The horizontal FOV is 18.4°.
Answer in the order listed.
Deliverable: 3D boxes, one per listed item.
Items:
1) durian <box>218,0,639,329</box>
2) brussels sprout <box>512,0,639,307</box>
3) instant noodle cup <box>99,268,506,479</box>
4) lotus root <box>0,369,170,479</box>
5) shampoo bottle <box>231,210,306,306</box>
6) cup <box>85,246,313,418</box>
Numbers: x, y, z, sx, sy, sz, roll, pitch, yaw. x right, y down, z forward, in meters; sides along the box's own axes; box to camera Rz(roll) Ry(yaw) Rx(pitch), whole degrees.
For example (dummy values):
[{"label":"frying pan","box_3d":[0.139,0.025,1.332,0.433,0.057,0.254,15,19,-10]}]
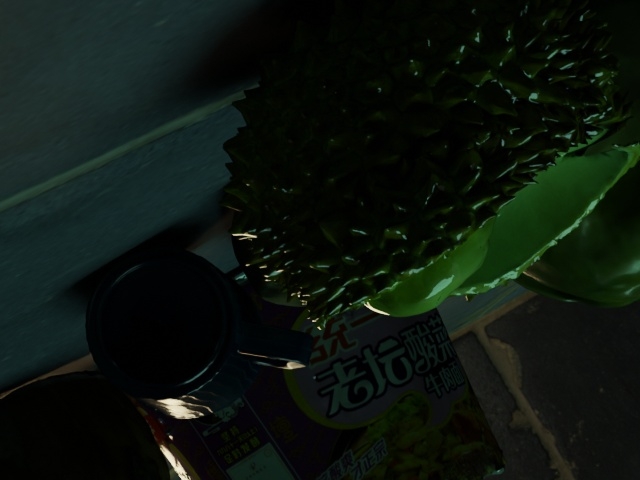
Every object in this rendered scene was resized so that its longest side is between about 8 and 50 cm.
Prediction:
[{"label":"durian","box_3d":[0.059,-0.055,1.047,0.237,0.177,0.200,-17,175,-40]},{"label":"brussels sprout","box_3d":[0.242,-0.072,1.424,0.294,0.227,0.259,-27,174,8]},{"label":"instant noodle cup","box_3d":[-0.005,0.161,1.812,0.339,0.266,0.340,-29,172,-4]},{"label":"lotus root","box_3d":[-0.225,0.248,1.659,0.272,0.192,0.272,-36,147,-29]},{"label":"shampoo bottle","box_3d":[0.000,0.000,1.496,0.125,0.084,0.350,-30,173,-3]},{"label":"cup","box_3d":[-0.087,0.060,1.409,0.150,0.113,0.138,-20,171,1]}]
